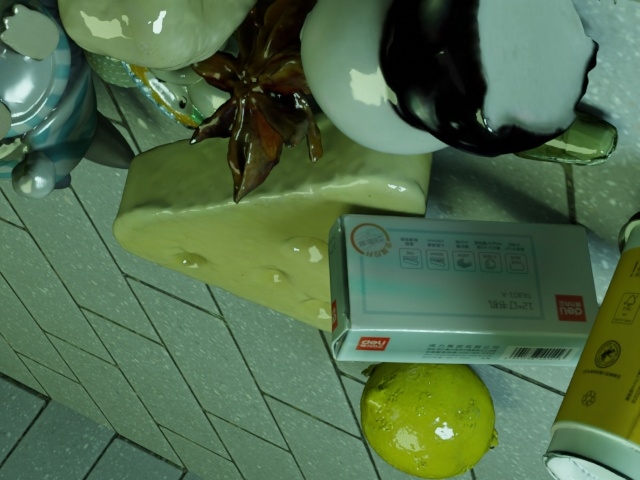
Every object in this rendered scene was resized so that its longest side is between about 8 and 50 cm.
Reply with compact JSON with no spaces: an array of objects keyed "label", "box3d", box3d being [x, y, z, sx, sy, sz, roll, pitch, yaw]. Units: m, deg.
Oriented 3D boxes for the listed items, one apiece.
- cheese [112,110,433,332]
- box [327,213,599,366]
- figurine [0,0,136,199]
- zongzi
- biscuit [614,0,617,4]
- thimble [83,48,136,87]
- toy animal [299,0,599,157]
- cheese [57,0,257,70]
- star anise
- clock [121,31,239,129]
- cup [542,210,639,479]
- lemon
[{"label":"cheese","box3d":[0.001,0.000,1.501,0.383,0.104,0.384,8,151,5]},{"label":"box","box3d":[0.140,0.050,1.326,0.269,0.135,0.079,2,150,-10]},{"label":"figurine","box3d":[-0.328,-0.180,1.550,0.377,0.266,0.361,26,-176,-45]},{"label":"zongzi","box3d":[0.222,-0.088,1.223,0.104,0.052,0.113,22,167,14]},{"label":"biscuit","box3d":[0.270,-0.215,0.952,0.231,0.016,0.139,16,150,37]},{"label":"thimble","box3d":[-0.229,-0.228,1.488,0.110,0.084,0.062,36,156,19]},{"label":"toy animal","box3d":[0.093,-0.157,1.109,0.235,0.165,0.187,7,140,50]},{"label":"cheese","box3d":[-0.137,-0.249,1.171,0.117,0.218,0.235,19,158,23]},{"label":"star anise","box3d":[-0.052,-0.158,1.275,0.196,0.111,0.212,51,132,25]},{"label":"clock","box3d":[-0.129,-0.196,1.401,0.144,0.103,0.231,-8,137,39]},{"label":"cup","box3d":[0.320,0.109,1.181,0.196,0.280,0.196,28,161,10]},{"label":"lemon","box3d":[0.147,0.234,1.766,0.206,0.174,0.173,21,157,-7]}]
